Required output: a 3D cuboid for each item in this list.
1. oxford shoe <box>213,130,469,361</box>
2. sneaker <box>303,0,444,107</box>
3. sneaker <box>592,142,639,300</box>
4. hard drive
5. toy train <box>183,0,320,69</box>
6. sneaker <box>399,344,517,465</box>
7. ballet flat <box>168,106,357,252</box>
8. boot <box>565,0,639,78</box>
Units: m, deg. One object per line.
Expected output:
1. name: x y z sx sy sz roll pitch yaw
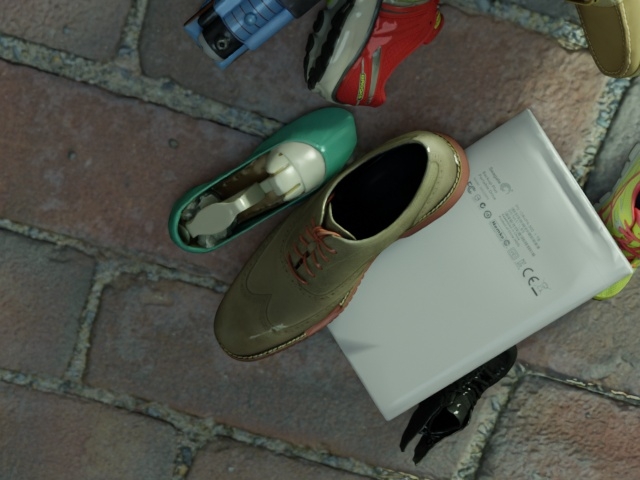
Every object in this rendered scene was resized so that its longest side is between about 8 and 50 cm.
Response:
1. oxford shoe: 0.000 0.000 1.412 0.348 0.130 0.123 -45 74 12
2. sneaker: 0.084 -0.261 1.355 0.118 0.107 0.279 17 118 -27
3. sneaker: 0.343 -0.016 1.448 0.081 0.094 0.208 17 115 -8
4. hard drive: 0.152 0.030 1.461 0.318 0.040 0.210 -33 85 15
5. toy train: -0.058 -0.249 1.343 0.184 0.105 0.080 -36 109 16
6. sneaker: 0.165 0.187 1.547 0.170 0.089 0.051 -37 109 17
7. ballet flat: -0.062 -0.056 1.441 0.247 0.087 0.083 -31 108 14
8. boot: 0.220 -0.259 1.289 0.203 0.095 0.262 -25 112 -24
